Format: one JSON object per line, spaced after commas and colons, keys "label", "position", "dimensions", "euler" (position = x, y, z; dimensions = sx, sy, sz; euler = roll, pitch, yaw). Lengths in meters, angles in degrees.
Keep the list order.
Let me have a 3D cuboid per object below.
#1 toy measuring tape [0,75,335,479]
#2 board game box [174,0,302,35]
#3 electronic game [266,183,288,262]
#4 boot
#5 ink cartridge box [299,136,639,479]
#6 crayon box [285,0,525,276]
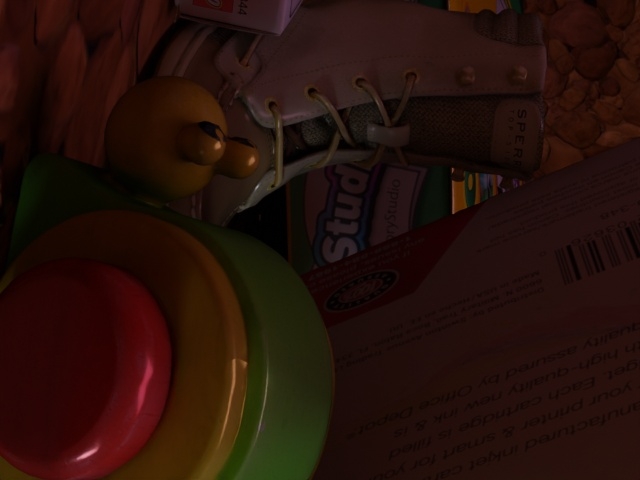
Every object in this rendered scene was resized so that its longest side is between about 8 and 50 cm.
{"label": "toy measuring tape", "position": [-0.064, 0.109, 0.546], "dimensions": [0.121, 0.121, 0.330], "euler": [47, 53, -81]}
{"label": "board game box", "position": [0.000, -0.263, 0.712], "dimensions": [0.193, 0.053, 0.305], "euler": [-65, 166, -57]}
{"label": "electronic game", "position": [0.000, 0.000, 1.181], "dimensions": [0.229, 0.048, 0.229], "euler": [13, 90, -82]}
{"label": "boot", "position": [0.015, -0.051, 0.742], "dimensions": [0.213, 0.165, 0.077], "euler": [-70, 169, -52]}
{"label": "ink cartridge box", "position": [0.094, 0.096, 0.640], "dimensions": [0.306, 0.226, 0.131], "euler": [-90, 157, -63]}
{"label": "crayon box", "position": [0.063, -0.013, 1.058], "dimensions": [0.313, 0.106, 0.363], "euler": [-29, 118, -75]}
